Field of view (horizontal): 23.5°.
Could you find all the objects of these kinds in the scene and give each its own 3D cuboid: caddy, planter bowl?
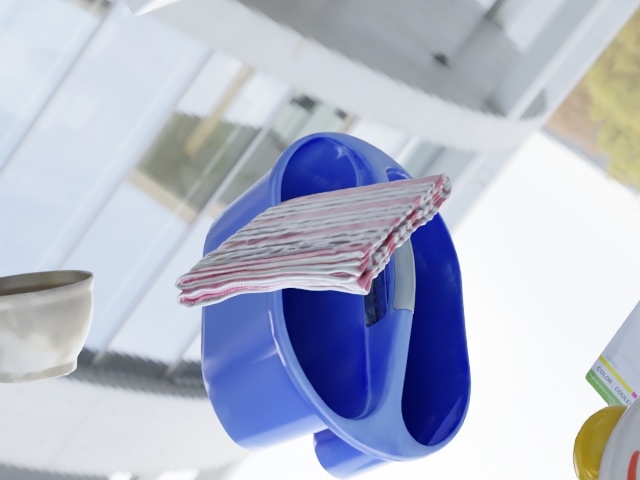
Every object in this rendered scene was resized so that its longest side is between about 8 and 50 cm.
[{"bbox_3d":[0.027,0.060,1.460,0.241,0.179,0.341,22,-130,-33],"label":"caddy"},{"bbox_3d":[-0.333,0.101,1.753,0.162,0.109,0.162,-5,-172,1],"label":"planter bowl"}]

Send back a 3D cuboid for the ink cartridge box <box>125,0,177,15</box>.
[{"bbox_3d":[-0.094,-0.309,1.479,0.148,0.203,0.086,-33,-86,-53],"label":"ink cartridge box"}]

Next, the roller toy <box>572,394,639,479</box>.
[{"bbox_3d":[0.294,0.181,1.067,0.146,0.191,0.209,44,-162,-55],"label":"roller toy"}]

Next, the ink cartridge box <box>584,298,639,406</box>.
[{"bbox_3d":[0.433,0.115,1.659,0.097,0.255,0.189,4,-144,-42],"label":"ink cartridge box"}]

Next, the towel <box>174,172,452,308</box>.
[{"bbox_3d":[0.000,0.000,1.089,0.197,0.144,0.029,-41,-60,-61],"label":"towel"}]
